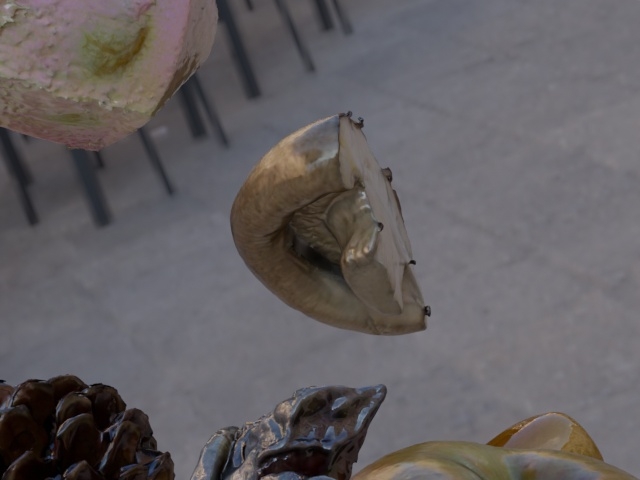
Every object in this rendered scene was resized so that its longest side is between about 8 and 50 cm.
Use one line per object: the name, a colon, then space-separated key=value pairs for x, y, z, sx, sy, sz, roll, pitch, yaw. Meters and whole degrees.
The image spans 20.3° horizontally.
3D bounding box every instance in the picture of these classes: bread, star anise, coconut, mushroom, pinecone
bread: x=0.111 y=0.220 z=1.399 sx=0.239 sy=0.074 sz=0.092 roll=-34 pitch=3 yaw=-13
star anise: x=-0.046 y=0.161 z=1.004 sx=0.230 sy=0.081 sz=0.262 roll=-55 pitch=16 yaw=6
coconut: x=-0.192 y=-0.178 z=1.292 sx=0.245 sy=0.233 sz=0.233 roll=14 pitch=5 yaw=-23
mushroom: x=0.000 y=0.000 z=1.668 sx=0.151 sy=0.286 sz=0.156 roll=-15 pitch=48 yaw=12
pinecone: x=-0.208 y=0.211 z=1.429 sx=0.221 sy=0.221 sz=0.221 roll=-18 pitch=18 yaw=6

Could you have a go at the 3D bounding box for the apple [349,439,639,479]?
apple: x=0.117 y=0.249 z=1.148 sx=0.309 sy=0.250 sz=0.277 roll=-13 pitch=-4 yaw=4
